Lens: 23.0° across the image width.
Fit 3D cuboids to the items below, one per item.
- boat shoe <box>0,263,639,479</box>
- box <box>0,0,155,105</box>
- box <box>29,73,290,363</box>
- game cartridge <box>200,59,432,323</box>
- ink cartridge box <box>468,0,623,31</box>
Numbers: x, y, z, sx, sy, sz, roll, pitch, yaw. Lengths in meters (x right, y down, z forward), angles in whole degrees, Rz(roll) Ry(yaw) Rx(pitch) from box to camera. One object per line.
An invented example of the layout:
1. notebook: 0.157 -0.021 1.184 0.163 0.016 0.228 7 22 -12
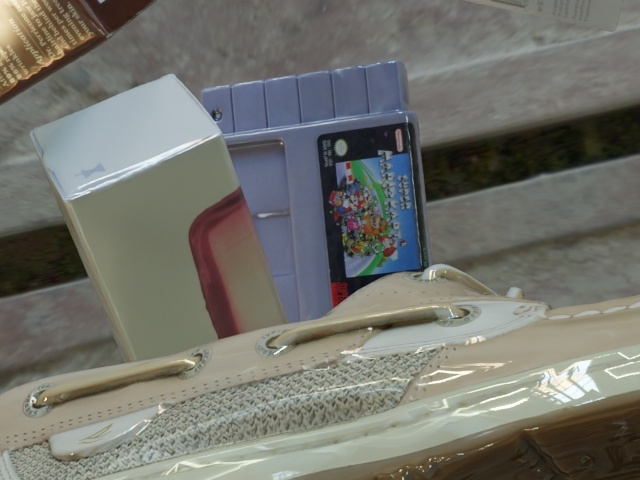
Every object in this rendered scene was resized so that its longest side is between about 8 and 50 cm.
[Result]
1. boat shoe: 0.037 0.057 0.525 0.341 0.121 0.110 -13 48 5
2. box: -0.343 -0.214 1.476 0.381 0.143 0.191 -24 107 33
3. box: -0.117 0.013 1.225 0.127 0.148 0.232 -23 120 -10
4. game cartridge: 0.000 0.000 1.640 0.230 0.068 0.355 -8 83 19
5. ink cartridge box: 0.118 -0.301 1.320 0.307 0.223 0.129 13 77 8
